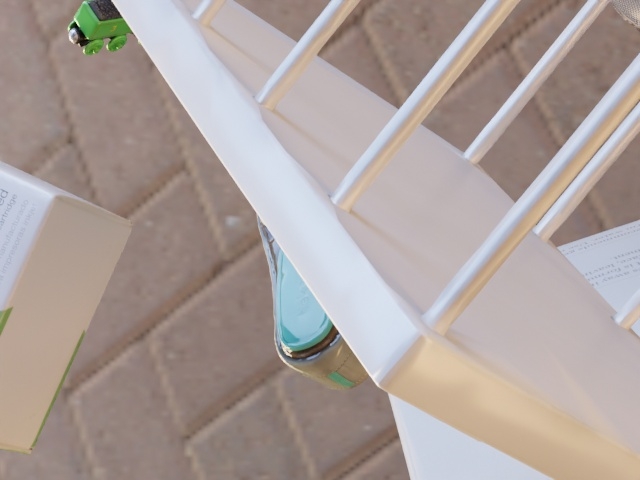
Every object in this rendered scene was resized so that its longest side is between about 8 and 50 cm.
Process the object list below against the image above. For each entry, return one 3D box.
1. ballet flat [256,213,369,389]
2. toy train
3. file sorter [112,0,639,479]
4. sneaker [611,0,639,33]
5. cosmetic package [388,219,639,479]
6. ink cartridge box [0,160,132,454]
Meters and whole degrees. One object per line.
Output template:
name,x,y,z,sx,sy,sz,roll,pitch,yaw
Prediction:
ballet flat,0.000,0.000,1.192,0.072,0.068,0.213,-23,51,25
toy train,-0.067,-0.092,0.758,0.017,0.083,0.024,54,132,17
file sorter,0.084,-0.056,0.596,0.173,0.193,0.278,-52,35,11
sneaker,0.146,-0.145,0.884,0.101,0.153,0.268,-40,41,-3
cosmetic package,0.157,0.129,0.836,0.217,0.385,0.156,-18,111,4
ink cartridge box,-0.251,0.015,1.177,0.219,0.092,0.160,23,89,30
